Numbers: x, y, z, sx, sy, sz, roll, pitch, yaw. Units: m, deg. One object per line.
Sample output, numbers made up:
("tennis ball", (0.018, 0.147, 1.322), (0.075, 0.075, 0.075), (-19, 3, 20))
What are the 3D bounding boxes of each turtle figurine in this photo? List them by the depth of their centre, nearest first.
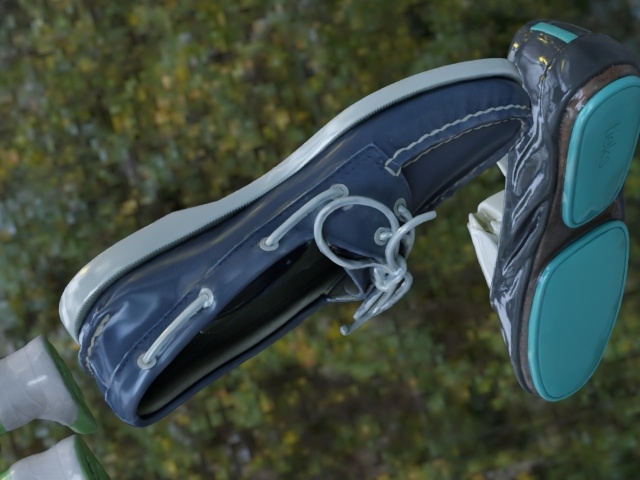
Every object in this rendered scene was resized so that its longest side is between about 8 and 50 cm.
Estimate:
("turtle figurine", (-0.240, 0.191, 0.991), (0.198, 0.266, 0.274), (-127, 11, -82))

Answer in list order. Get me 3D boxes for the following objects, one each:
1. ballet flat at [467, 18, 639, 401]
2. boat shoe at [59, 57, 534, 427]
("ballet flat", (0.144, -0.023, 1.067), (0.096, 0.095, 0.280), (44, 147, 35))
("boat shoe", (0.000, 0.000, 0.819), (0.079, 0.254, 0.095), (56, 168, 30))
